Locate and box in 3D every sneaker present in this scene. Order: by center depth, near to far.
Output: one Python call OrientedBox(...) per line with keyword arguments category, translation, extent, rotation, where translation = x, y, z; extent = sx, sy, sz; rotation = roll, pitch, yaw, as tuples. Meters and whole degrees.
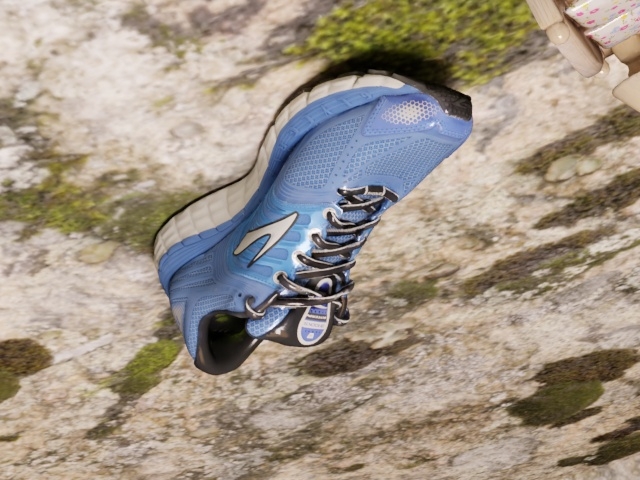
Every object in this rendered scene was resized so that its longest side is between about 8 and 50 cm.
OrientedBox(category="sneaker", translation=(0.000, 0.000, 0.886), extent=(0.129, 0.147, 0.330), rotation=(10, 143, -38))

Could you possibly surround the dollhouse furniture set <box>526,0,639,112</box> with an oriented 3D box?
OrientedBox(category="dollhouse furniture set", translation=(0.286, -0.137, 0.627), extent=(0.303, 0.174, 0.355), rotation=(-28, 169, 22))
